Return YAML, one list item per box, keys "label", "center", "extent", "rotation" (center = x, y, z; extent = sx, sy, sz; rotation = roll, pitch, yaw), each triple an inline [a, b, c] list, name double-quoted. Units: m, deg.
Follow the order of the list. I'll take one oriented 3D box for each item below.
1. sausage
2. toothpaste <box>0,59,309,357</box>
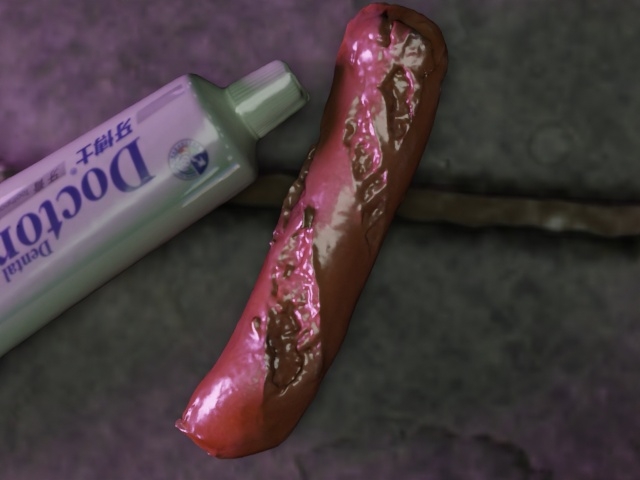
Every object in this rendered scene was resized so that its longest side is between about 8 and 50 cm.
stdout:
- label: "sausage"
  center: [0.000, 0.000, 0.590]
  extent: [0.036, 0.042, 0.158]
  rotation: [22, 94, -34]
- label: "toothpaste"
  center: [-0.098, 0.007, 0.597]
  extent: [0.218, 0.041, 0.064]
  rotation: [-33, 75, 6]
